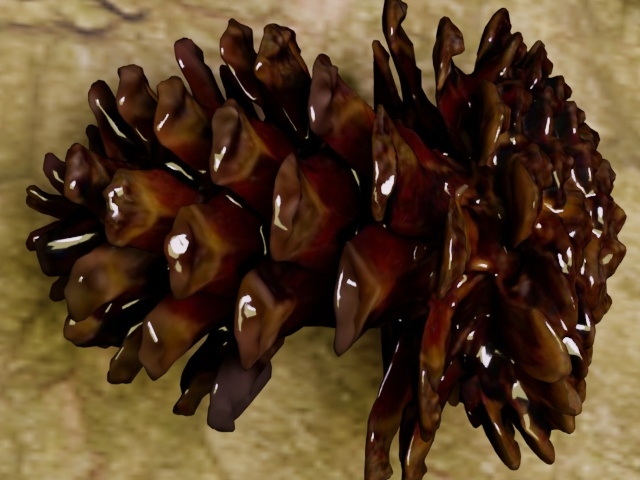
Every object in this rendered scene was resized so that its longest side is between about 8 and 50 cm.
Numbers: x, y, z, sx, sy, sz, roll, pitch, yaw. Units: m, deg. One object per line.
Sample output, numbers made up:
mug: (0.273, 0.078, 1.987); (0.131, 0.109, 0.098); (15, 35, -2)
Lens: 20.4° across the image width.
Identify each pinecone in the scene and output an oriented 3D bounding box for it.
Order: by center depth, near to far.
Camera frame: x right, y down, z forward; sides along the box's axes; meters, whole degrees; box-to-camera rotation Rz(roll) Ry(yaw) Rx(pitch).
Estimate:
pinecone: (0.000, 0.002, 0.863); (0.292, 0.246, 0.246); (2, 95, 4)
